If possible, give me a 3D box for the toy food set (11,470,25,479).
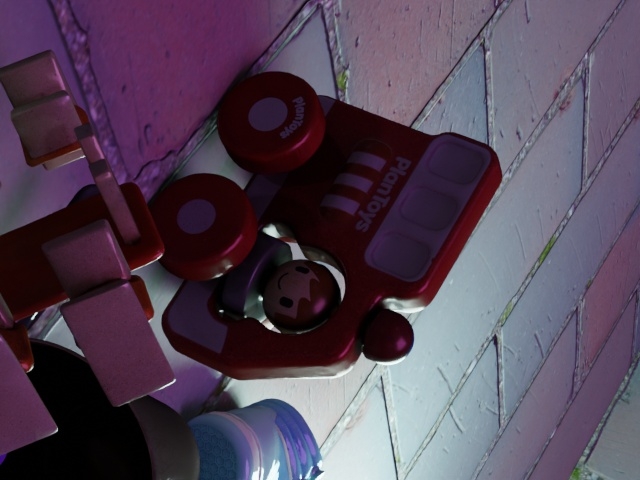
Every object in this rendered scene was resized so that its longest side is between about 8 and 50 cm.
[{"bbox_3d":[-0.279,0.236,1.205,0.083,0.020,0.082,-54,143,-40],"label":"toy food set"}]

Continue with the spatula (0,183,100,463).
[{"bbox_3d":[-0.239,0.086,1.059,0.084,0.030,0.296,40,71,-49],"label":"spatula"}]

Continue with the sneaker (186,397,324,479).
[{"bbox_3d":[-0.084,0.322,1.562,0.208,0.127,0.319,-17,126,-58],"label":"sneaker"}]

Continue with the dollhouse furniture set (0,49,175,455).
[{"bbox_3d":[-0.228,0.034,0.900,0.259,0.262,0.135,-23,132,-4],"label":"dollhouse furniture set"}]

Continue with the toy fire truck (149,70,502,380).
[{"bbox_3d":[0.000,0.000,1.310,0.302,0.254,0.169,-58,154,-21],"label":"toy fire truck"}]

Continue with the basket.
[{"bbox_3d":[-0.193,0.183,1.178,0.154,0.204,0.227,-50,165,-2],"label":"basket"}]
